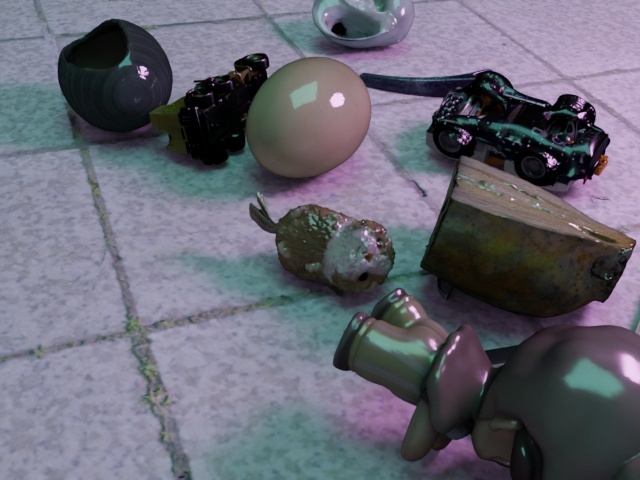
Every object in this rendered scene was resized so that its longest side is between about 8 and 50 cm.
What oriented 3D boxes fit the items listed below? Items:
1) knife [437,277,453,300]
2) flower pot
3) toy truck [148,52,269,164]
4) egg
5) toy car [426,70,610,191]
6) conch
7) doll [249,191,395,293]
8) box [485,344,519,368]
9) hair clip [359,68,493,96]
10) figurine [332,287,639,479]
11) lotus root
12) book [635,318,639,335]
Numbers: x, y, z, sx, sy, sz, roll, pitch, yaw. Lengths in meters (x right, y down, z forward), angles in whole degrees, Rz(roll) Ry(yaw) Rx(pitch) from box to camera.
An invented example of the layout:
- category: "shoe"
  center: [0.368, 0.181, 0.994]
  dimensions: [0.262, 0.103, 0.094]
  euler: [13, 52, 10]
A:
- category: "knife"
  center: [0.203, 0.020, 1.235]
  dimensions: [0.028, 0.015, 0.210]
  euler: [21, 39, 13]
- category: "flower pot"
  center: [-0.357, -0.286, 1.477]
  dimensions: [0.189, 0.157, 0.243]
  euler: [-36, 42, -5]
- category: "toy truck"
  center: [-0.177, -0.235, 1.476]
  dimensions: [0.127, 0.127, 0.257]
  euler: [6, 32, 29]
- category: "egg"
  center: [-0.021, -0.199, 1.376]
  dimensions: [0.186, 0.186, 0.241]
  euler: [27, 47, 29]
- category: "toy car"
  center: [0.335, -0.175, 1.433]
  dimensions: [0.301, 0.118, 0.193]
  euler: [24, 49, 25]
- category: "conch"
  center: [0.094, -0.481, 1.838]
  dimensions: [0.221, 0.121, 0.185]
  euler: [-1, 39, 5]
- category: "doll"
  center: [-0.004, 0.005, 1.160]
  dimensions: [0.221, 0.105, 0.115]
  euler: [16, 1, 17]
- category: "box"
  center: [0.231, 0.175, 1.010]
  dimensions: [0.126, 0.027, 0.125]
  euler: [-7, 37, -13]
- category: "hair clip"
  center: [0.212, -0.315, 1.680]
  dimensions: [0.275, 0.048, 0.083]
  euler: [3, 40, 2]
- category: "figurine"
  center: [0.207, 0.160, 0.866]
  dimensions: [0.380, 0.203, 0.248]
  euler: [21, 7, 23]
- category: "lotus root"
  center: [0.281, 0.011, 1.147]
  dimensions: [0.260, 0.149, 0.267]
  euler: [22, 21, 4]
- category: "book"
  center: [0.547, 0.099, 1.142]
  dimensions: [0.202, 0.027, 0.264]
  euler: [19, 39, 22]
